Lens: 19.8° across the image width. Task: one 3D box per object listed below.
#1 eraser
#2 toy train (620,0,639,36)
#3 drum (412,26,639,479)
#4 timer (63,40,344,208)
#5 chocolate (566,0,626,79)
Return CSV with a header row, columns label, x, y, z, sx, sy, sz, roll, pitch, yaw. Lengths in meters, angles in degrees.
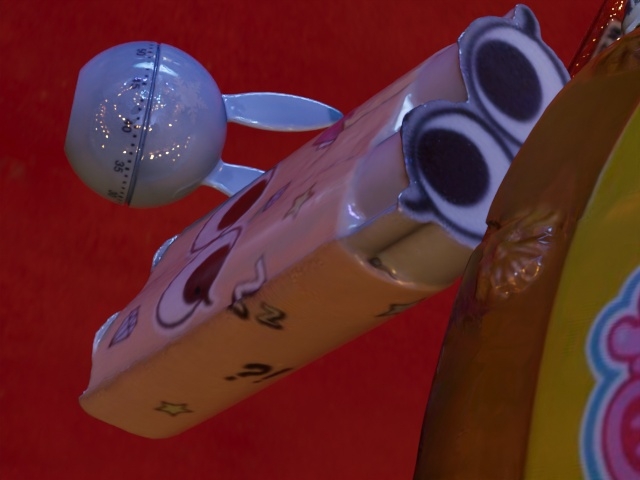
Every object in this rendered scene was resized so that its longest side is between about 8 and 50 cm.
label,x,y,z,sx,sy,sz,roll,pitch,yaw
eraser,0.000,0.000,0.973,0.087,0.171,0.290,43,138,-14
toy train,0.273,-0.203,1.208,0.207,0.047,0.043,-45,144,4
drum,0.229,0.110,0.498,0.214,0.431,0.431,-10,116,43
timer,-0.126,-0.092,1.753,0.255,0.175,0.175,22,109,-29
chocolate,0.272,-0.125,1.540,0.108,0.235,0.237,36,123,14
